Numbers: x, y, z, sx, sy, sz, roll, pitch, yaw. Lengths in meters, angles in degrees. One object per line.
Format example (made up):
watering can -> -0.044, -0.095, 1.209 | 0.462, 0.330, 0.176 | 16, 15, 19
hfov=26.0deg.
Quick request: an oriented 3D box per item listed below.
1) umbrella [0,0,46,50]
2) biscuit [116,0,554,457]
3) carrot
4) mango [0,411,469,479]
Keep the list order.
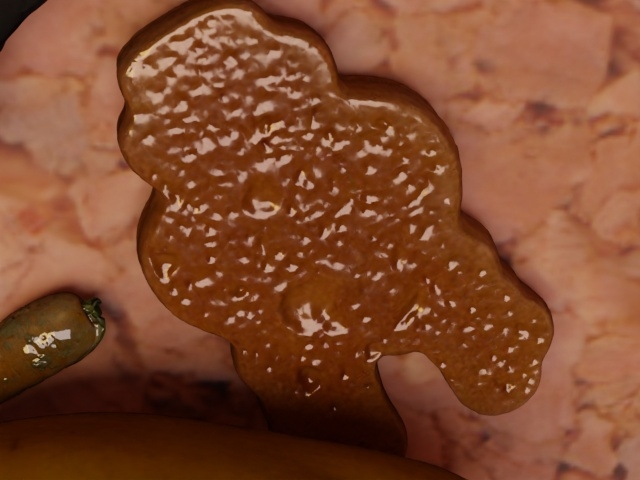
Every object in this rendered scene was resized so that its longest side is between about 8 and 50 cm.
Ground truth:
umbrella -> -0.163, -0.153, 0.725 | 0.340, 0.118, 0.118 | -42, 111, 7
biscuit -> 0.000, 0.000, 0.837 | 0.202, 0.047, 0.334 | -32, 115, 7
carrot -> -0.241, 0.102, 0.862 | 0.254, 0.049, 0.049 | -30, 113, 12
mango -> -0.088, 0.230, 0.821 | 0.446, 0.232, 0.300 | -7, 130, -2
